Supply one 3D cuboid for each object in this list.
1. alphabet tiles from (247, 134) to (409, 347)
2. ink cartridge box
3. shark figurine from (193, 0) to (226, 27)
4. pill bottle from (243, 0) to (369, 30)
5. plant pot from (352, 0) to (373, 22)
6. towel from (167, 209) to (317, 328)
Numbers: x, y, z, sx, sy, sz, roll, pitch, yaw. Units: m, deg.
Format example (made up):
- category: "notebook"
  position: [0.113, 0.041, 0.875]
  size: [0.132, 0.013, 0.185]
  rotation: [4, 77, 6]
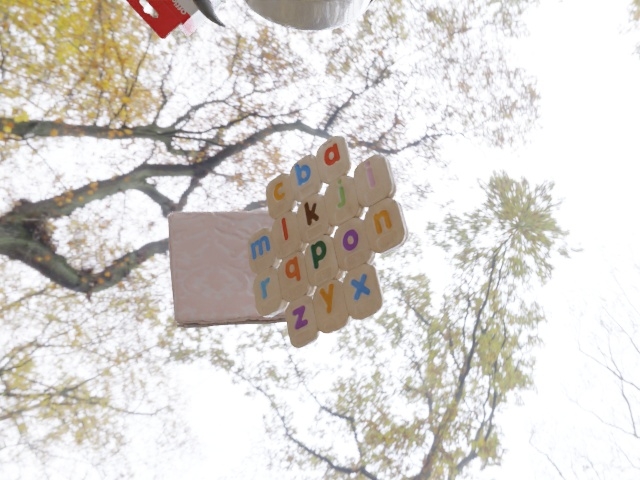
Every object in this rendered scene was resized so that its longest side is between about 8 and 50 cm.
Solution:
- category: "alphabet tiles"
  position: [0.000, 0.000, 0.877]
  size: [0.284, 0.021, 0.278]
  rotation: [-31, -121, 34]
- category: "ink cartridge box"
  position: [-0.263, -0.507, 1.200]
  size: [0.231, 0.078, 0.134]
  rotation: [-43, -87, -3]
- category: "shark figurine"
  position: [-0.169, -0.469, 1.040]
  size: [0.166, 0.278, 0.116]
  rotation: [41, -56, -4]
- category: "pill bottle"
  position: [0.001, -0.409, 0.601]
  size: [0.204, 0.361, 0.204]
  rotation: [3, -121, -6]
- category: "plant pot"
  position: [0.031, -0.537, 0.887]
  size: [0.280, 0.323, 0.323]
  rotation: [36, -78, -4]
- category: "towel"
  position: [-0.164, 0.052, 1.342]
  size: [0.331, 0.053, 0.317]
  rotation: [-1, -132, -15]
